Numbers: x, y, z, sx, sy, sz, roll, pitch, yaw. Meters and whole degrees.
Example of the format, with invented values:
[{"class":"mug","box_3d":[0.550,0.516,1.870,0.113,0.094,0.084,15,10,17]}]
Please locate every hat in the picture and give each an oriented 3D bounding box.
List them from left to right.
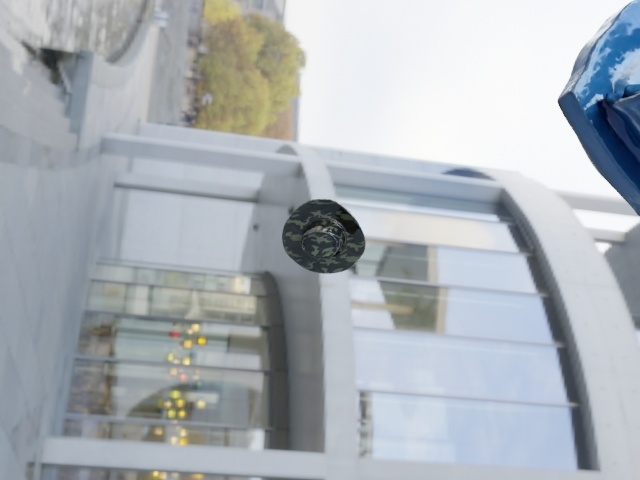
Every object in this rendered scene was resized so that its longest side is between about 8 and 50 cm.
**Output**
[{"class":"hat","box_3d":[0.000,0.000,1.234,0.050,0.121,0.121,-43,145,-68]}]

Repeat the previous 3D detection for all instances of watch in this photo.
[{"class":"watch","box_3d":[0.424,-0.166,0.871,0.305,0.241,0.274,-44,-173,-21]}]
